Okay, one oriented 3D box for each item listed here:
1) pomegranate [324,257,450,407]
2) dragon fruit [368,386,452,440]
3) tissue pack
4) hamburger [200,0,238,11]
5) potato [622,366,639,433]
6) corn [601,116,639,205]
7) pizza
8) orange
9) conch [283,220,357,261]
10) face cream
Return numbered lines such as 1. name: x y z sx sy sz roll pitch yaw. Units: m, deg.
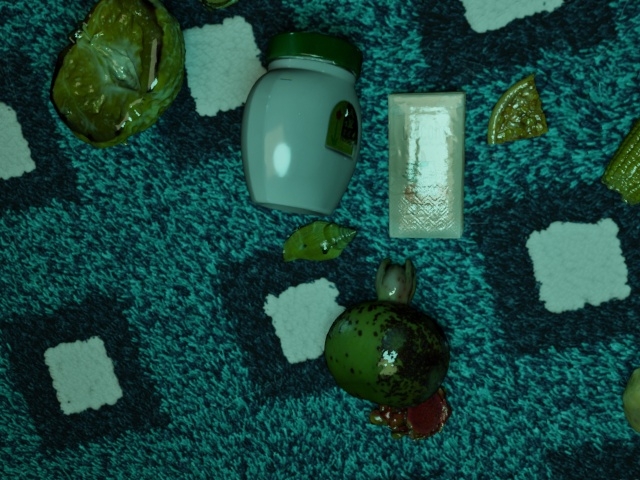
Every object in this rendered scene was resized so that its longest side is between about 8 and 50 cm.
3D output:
1. pomegranate: 0.165 0.206 1.632 0.285 0.285 0.340 9 79 9
2. dragon fruit: 0.212 0.420 1.726 0.208 0.150 0.133 -15 71 21
3. tissue pack: 0.239 -0.169 1.600 0.170 0.071 0.325 2 104 13
4. hamburger: -0.229 -0.615 1.575 0.206 0.130 0.183 47 107 18
5. potato: 0.746 0.366 1.608 0.109 0.118 0.178 7 124 46
6. corn: 0.715 -0.231 1.458 0.131 0.131 0.344 35 109 2
7. pizza: 0.439 -0.267 1.551 0.131 0.041 0.178 42 108 -2
8. orange: -0.435 -0.374 1.613 0.368 0.210 0.271 -47 68 16
9. conch: 0.000 0.001 1.695 0.201 0.079 0.094 -3 84 21
10. face cream: -0.037 -0.241 1.521 0.220 0.312 0.356 6 87 34
